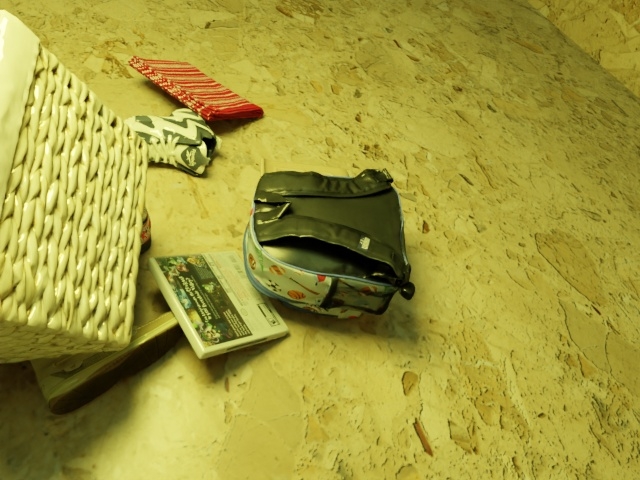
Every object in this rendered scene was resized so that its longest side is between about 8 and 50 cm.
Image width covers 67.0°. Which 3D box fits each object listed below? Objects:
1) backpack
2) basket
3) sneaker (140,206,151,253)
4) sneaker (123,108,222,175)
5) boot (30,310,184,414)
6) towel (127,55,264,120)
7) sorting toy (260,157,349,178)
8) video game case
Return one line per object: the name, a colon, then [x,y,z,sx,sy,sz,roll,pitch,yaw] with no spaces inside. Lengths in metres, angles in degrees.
backpack: [0.000,0.000,0.829,0.263,0.213,0.277,14,44,-16]
basket: [-0.420,-0.028,0.577,0.328,0.266,0.331,-9,69,14]
sneaker: [-0.409,-0.016,0.768,0.270,0.145,0.090,-17,56,-28]
sneaker: [-0.304,-0.184,0.977,0.153,0.094,0.235,35,39,26]
boot: [-0.325,0.130,0.716,0.213,0.077,0.165,-31,61,-34]
towel: [-0.285,-0.360,1.138,0.274,0.031,0.199,36,29,17]
sorting toy: [-0.026,-0.090,1.020,0.208,0.038,0.193,7,49,-16]
video game case: [-0.164,0.094,0.785,0.173,0.022,0.190,-4,47,-49]
